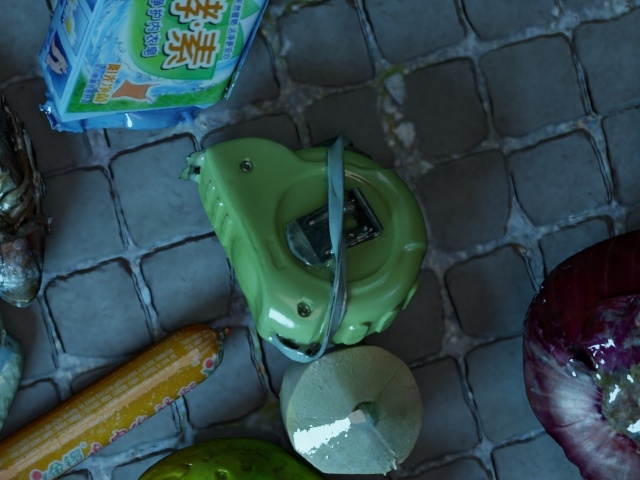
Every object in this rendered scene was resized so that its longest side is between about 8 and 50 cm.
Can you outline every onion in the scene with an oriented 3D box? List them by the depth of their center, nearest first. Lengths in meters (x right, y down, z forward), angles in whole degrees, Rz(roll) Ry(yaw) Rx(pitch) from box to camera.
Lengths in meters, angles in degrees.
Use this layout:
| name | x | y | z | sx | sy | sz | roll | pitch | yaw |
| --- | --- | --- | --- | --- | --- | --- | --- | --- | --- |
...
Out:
| name | x | y | z | sx | sy | sz | roll | pitch | yaw |
| --- | --- | --- | --- | --- | --- | --- | --- | --- | --- |
| onion | 0.294 | 0.095 | 1.632 | 0.252 | 0.219 | 0.252 | 16 | 124 | 25 |

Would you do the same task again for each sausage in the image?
| name | x | y | z | sx | sy | sz | roll | pitch | yaw |
| --- | --- | --- | --- | --- | --- | --- | --- | --- | --- |
| sausage | -0.222 | 0.169 | 1.644 | 0.348 | 0.053 | 0.053 | -32 | 96 | -4 |

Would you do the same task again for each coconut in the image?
| name | x | y | z | sx | sy | sz | roll | pitch | yaw |
| --- | --- | --- | --- | --- | --- | --- | --- | --- | --- |
| coconut | 0.027 | 0.141 | 1.636 | 0.116 | 0.122 | 0.116 | 0 | 93 | -7 |

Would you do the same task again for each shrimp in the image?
| name | x | y | z | sx | sy | sz | roll | pitch | yaw |
| --- | --- | --- | --- | --- | --- | --- | --- | --- | --- |
| shrimp | -0.277 | -0.057 | 1.615 | 0.090 | 0.079 | 0.233 | -16 | 90 | -10 |

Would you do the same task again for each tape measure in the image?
| name | x | y | z | sx | sy | sz | roll | pitch | yaw |
| --- | --- | --- | --- | --- | --- | --- | --- | --- | --- |
| tape measure | 0.000 | 0.000 | 1.618 | 0.175 | 0.106 | 0.200 | -16 | 67 | -17 |

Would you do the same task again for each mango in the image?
| name | x | y | z | sx | sy | sz | roll | pitch | yaw |
| --- | --- | --- | --- | --- | --- | --- | --- | --- | --- |
| mango | -0.047 | 0.231 | 1.640 | 0.233 | 0.111 | 0.125 | 6 | 99 | -5 |

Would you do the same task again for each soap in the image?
| name | x | y | z | sx | sy | sz | roll | pitch | yaw |
| --- | --- | --- | --- | --- | --- | --- | --- | --- | --- |
| soap | -0.122 | -0.193 | 1.537 | 0.156 | 0.293 | 0.077 | -7 | 57 | -27 |

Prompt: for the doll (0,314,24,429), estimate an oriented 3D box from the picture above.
| name | x | y | z | sx | sy | sz | roll | pitch | yaw |
| --- | --- | --- | --- | --- | --- | --- | --- | --- | --- |
| doll | -0.319 | 0.068 | 1.617 | 0.103 | 0.071 | 0.214 | -36 | 100 | -2 |
